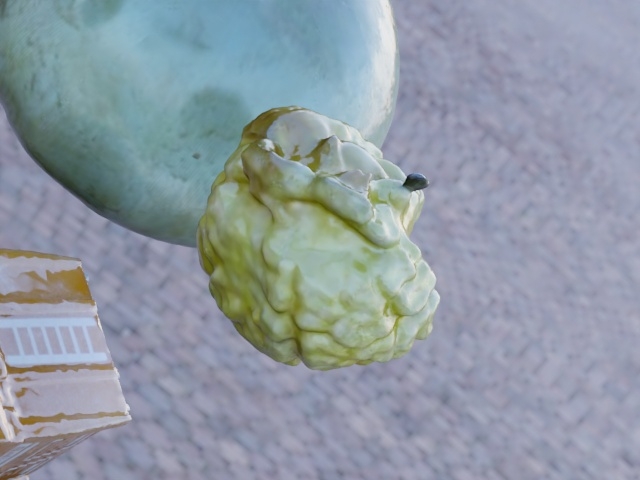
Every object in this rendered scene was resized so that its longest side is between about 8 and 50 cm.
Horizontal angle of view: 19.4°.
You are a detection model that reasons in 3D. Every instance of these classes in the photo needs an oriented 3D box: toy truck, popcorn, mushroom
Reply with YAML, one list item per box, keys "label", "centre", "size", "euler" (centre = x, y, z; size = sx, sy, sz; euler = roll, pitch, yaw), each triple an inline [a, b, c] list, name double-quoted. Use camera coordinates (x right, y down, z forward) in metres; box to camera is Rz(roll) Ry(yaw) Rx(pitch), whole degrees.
- label: "toy truck"
  centre: [-0.326, 0.147, 1.373]
  size: [0.207, 0.387, 0.173]
  euler: [0, 64, -49]
- label: "popcorn"
  centre: [0.000, 0.000, 1.196]
  size: [0.180, 0.170, 0.180]
  euler: [42, 16, -15]
- label: "mushroom"
  centre: [-0.104, -0.158, 1.467]
  size: [0.352, 0.260, 0.352]
  euler: [20, 51, -26]
